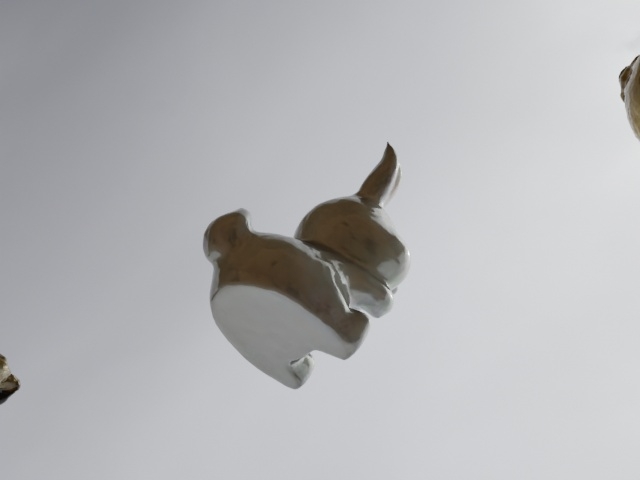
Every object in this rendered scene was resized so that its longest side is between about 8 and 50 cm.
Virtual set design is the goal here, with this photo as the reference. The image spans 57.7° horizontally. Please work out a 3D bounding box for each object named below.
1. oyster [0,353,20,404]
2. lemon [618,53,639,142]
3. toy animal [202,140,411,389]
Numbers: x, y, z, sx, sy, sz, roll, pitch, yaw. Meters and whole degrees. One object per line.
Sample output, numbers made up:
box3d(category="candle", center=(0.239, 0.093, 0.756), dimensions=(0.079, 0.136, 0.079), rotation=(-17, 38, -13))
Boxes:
box3d(category="oyster", center=(-0.643, 0.268, 0.876), dimensions=(0.337, 0.197, 0.133), rotation=(-29, -152, -12))
box3d(category="lemon", center=(0.460, -0.163, 0.660), dimensions=(0.188, 0.188, 0.257), rotation=(-37, -135, -10))
box3d(category="toy animal", center=(0.005, 0.009, 0.823), dimensions=(0.196, 0.241, 0.367), rotation=(-36, -176, 46))
